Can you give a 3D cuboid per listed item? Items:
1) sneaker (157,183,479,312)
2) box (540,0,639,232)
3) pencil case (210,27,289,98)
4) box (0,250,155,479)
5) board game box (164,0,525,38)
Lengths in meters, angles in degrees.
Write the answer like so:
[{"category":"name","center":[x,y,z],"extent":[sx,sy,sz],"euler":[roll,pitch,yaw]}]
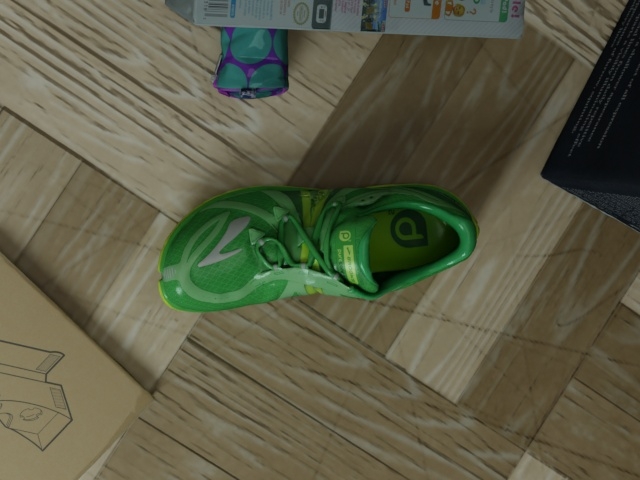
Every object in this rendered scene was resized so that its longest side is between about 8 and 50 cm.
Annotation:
[{"category":"sneaker","center":[0.000,0.000,1.717],"extent":[0.296,0.123,0.109],"euler":[-11,97,-11]},{"category":"box","center":[0.400,-0.127,1.661],"extent":[0.212,0.395,0.293],"euler":[28,88,-13]},{"category":"pencil case","center":[-0.065,-0.201,1.718],"extent":[0.070,0.064,0.151],"euler":[-3,94,-10]},{"category":"box","center":[-0.274,0.131,1.716],"extent":[0.201,0.021,0.164],"euler":[45,84,-13]},{"category":"board game box","center":[0.032,-0.292,1.645],"extent":[0.303,0.097,0.224],"euler":[1,105,-20]}]
